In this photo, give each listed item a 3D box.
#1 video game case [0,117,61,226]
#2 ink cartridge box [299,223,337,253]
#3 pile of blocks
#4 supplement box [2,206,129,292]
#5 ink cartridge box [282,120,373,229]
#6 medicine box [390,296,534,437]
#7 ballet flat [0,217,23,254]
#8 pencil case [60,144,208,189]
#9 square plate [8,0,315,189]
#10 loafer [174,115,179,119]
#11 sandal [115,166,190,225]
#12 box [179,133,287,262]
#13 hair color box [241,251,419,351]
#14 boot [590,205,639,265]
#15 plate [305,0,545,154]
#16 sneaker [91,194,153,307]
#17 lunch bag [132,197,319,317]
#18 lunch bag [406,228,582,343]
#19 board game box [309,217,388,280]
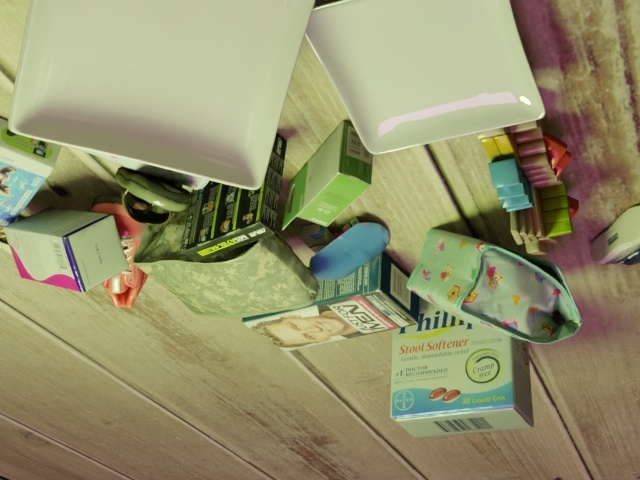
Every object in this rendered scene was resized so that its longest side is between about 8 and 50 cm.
[{"bbox_3d":[-0.626,-0.136,1.493,0.244,0.061,0.269,24,144,-26],"label":"video game case"},{"bbox_3d":[0.000,0.000,1.662,0.048,0.028,0.083,-14,145,28],"label":"ink cartridge box"},{"bbox_3d":[0.354,-0.090,1.351,0.112,0.149,0.362,-12,145,25],"label":"pile of blocks"},{"bbox_3d":[-0.475,0.013,1.567,0.220,0.114,0.111,7,118,40],"label":"supplement box"},{"bbox_3d":[0.011,-0.097,1.424,0.062,0.109,0.209,19,146,-21],"label":"ink cartridge box"},{"bbox_3d":[0.296,0.250,1.782,0.263,0.289,0.149,-12,147,25],"label":"medicine box"},{"bbox_3d":[-0.565,0.011,1.712,0.240,0.077,0.091,14,147,-16],"label":"ballet flat"},{"bbox_3d":[-0.291,-0.174,1.335,0.273,0.114,0.124,20,149,-24],"label":"pencil case"},{"bbox_3d":[-0.201,-0.264,1.098,0.347,0.049,0.344,13,112,-14],"label":"square plate"},{"bbox_3d":[-0.212,-0.207,1.213,0.112,0.111,0.319,-41,118,6],"label":"loafer"},{"bbox_3d":[-0.295,-0.068,1.434,0.120,0.086,0.303,15,-177,-16],"label":"sandal"},{"bbox_3d":[-0.145,-0.073,1.408,0.184,0.191,0.045,-19,140,32],"label":"box"},{"bbox_3d":[0.021,0.136,1.810,0.347,0.105,0.174,-15,143,31],"label":"hair color box"},{"bbox_3d":[0.584,-0.008,1.546,0.086,0.069,0.190,6,158,-15],"label":"boot"},{"bbox_3d":[0.147,-0.254,1.178,0.278,0.045,0.277,-11,136,24],"label":"plate"},{"bbox_3d":[-0.386,0.030,1.660,0.115,0.136,0.314,5,148,-1],"label":"sneaker"},{"bbox_3d":[-0.162,0.034,1.587,0.286,0.169,0.235,1,151,29],"label":"lunch bag"},{"bbox_3d":[0.333,0.089,1.570,0.262,0.160,0.223,22,-179,-21],"label":"lunch bag"},{"bbox_3d":[0.052,0.012,1.644,0.168,0.033,0.133,-36,145,14],"label":"board game box"}]
